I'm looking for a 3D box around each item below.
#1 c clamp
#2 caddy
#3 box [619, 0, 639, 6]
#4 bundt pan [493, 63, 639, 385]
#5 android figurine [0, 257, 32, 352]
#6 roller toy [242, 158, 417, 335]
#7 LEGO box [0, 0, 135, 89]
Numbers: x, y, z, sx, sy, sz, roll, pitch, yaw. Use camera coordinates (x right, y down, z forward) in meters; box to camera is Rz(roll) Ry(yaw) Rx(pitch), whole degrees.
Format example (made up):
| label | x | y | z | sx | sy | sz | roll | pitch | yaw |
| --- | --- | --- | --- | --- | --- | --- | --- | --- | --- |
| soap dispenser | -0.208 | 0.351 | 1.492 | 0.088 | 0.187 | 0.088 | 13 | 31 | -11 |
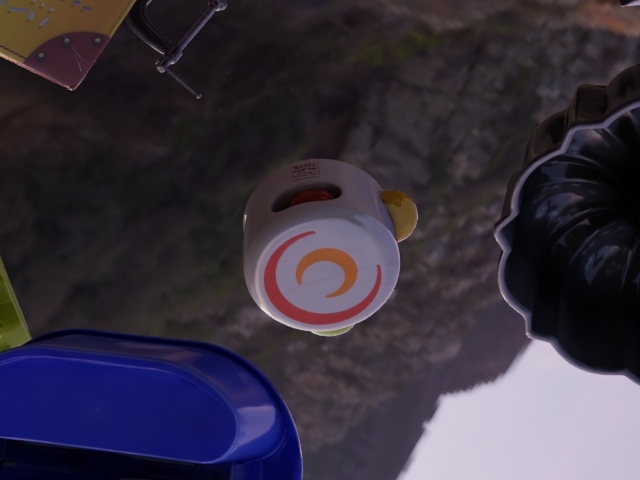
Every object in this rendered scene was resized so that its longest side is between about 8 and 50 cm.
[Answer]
| label | x | y | z | sx | sy | sz | roll | pitch | yaw |
| --- | --- | --- | --- | --- | --- | --- | --- | --- | --- |
| c clamp | -0.166 | -0.265 | 1.890 | 0.022 | 0.137 | 0.160 | -33 | -157 | 56 |
| caddy | -0.191 | 0.209 | 1.496 | 0.179 | 0.341 | 0.241 | 11 | 85 | -79 |
| box | 0.447 | -0.378 | 1.721 | 0.270 | 0.143 | 0.165 | -20 | -96 | 48 |
| bundt pan | 0.321 | -0.027 | 1.428 | 0.331 | 0.331 | 0.124 | -47 | -159 | 32 |
| android figurine | -0.361 | 0.026 | 1.650 | 0.056 | 0.248 | 0.273 | -21 | -129 | -9 |
| roller toy | 0.000 | 0.000 | 1.962 | 0.209 | 0.191 | 0.146 | -51 | -156 | 26 |
| LEGO box | -0.393 | -0.386 | 1.352 | 0.193 | 0.500 | 0.372 | -52 | -148 | 19 |
